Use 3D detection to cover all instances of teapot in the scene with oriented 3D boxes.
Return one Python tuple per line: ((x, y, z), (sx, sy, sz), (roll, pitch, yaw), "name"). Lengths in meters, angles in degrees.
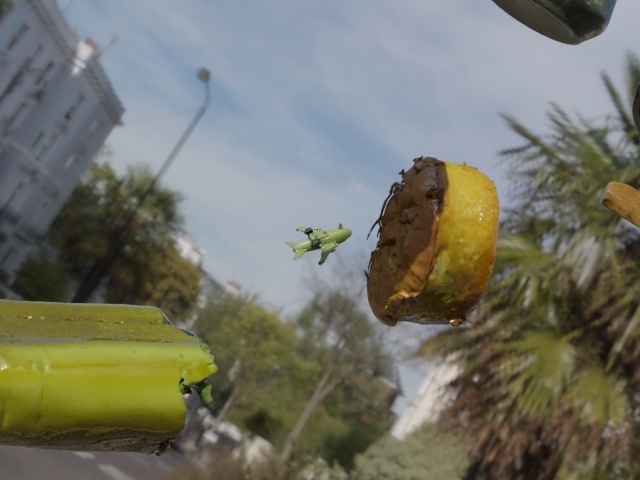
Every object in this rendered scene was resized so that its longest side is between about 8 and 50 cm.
((0.436, -0.549, 1.862), (0.300, 0.344, 0.253), (31, 2, -26), "teapot")

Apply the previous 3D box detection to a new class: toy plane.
((0.000, 0.000, 1.757), (0.102, 0.111, 0.040), (-123, -164, -44), "toy plane")

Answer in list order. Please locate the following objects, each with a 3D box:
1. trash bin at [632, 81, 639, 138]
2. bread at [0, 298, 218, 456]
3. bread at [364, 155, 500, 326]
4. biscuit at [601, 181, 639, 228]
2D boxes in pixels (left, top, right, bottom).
((0.631, -0.201, 1.635), (0.250, 0.219, 0.220), (-6, -31, -8), "trash bin")
((-0.372, 0.209, 1.615), (0.376, 0.208, 0.251), (8, 15, -27), "bread")
((0.160, 0.025, 1.495), (0.160, 0.260, 0.147), (10, 24, -22), "bread")
((0.458, -0.010, 1.328), (0.144, 0.040, 0.236), (-5, 33, -25), "biscuit")
